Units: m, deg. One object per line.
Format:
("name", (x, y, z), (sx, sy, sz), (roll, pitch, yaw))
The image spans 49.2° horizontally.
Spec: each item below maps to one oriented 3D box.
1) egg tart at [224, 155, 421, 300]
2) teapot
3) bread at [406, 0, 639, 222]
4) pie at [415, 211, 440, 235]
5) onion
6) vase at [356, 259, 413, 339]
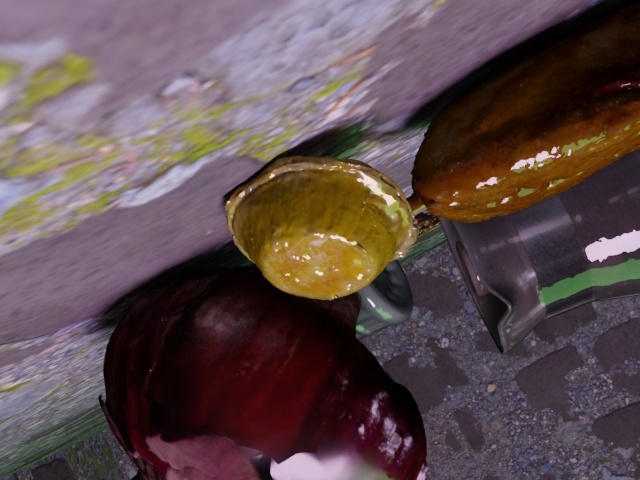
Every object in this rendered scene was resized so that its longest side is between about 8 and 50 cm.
("egg tart", (0.000, 0.000, 0.370), (0.105, 0.039, 0.105), (2, 142, 1))
("teapot", (0.310, -0.045, 0.768), (0.343, 0.253, 0.300), (-22, -158, 5))
("bread", (0.169, -0.090, 0.410), (0.344, 0.084, 0.124), (-27, 167, -3))
("pie", (0.091, -0.002, 0.929), (0.092, 0.034, 0.170), (-24, 178, -43))
("onion", (-0.036, 0.113, 0.528), (0.219, 0.252, 0.252), (-58, -175, -23))
("vase", (-0.056, 0.102, 0.697), (0.298, 0.143, 0.143), (-34, 171, 23))
